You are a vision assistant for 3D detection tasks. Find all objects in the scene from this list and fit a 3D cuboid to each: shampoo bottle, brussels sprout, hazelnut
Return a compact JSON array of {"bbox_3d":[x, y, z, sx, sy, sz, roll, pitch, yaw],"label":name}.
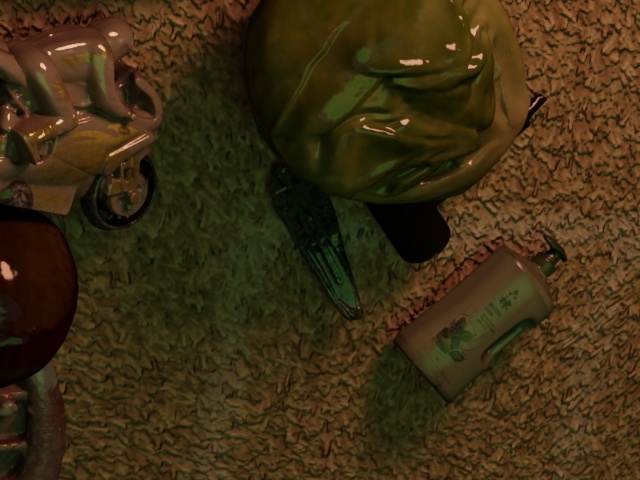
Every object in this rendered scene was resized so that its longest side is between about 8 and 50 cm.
[{"bbox_3d":[0.210,0.086,2.259,0.234,0.087,0.118,-41,122,0],"label":"shampoo bottle"},{"bbox_3d":[0.062,-0.176,1.951,0.328,0.247,0.328,-11,134,-12],"label":"brussels sprout"},{"bbox_3d":[-0.375,0.060,1.915,0.229,0.229,0.229,-11,120,-20],"label":"hazelnut"}]

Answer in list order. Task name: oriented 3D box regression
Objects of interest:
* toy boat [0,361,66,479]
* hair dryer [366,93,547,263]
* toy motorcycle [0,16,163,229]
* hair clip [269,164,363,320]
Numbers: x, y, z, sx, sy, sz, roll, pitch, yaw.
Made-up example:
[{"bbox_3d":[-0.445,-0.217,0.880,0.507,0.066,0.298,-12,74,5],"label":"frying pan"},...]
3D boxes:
[{"bbox_3d":[-0.361,0.236,2.076,0.155,0.085,0.227,-5,118,-24],"label":"toy boat"},{"bbox_3d":[0.161,-0.101,2.160,0.255,0.070,0.128,-43,125,-7],"label":"hair dryer"},{"bbox_3d":[-0.272,-0.133,1.878,0.341,0.108,0.223,14,101,-49],"label":"toy motorcycle"},{"bbox_3d":[-0.001,-0.001,2.144,0.066,0.036,0.229,-31,119,-12],"label":"hair clip"}]
